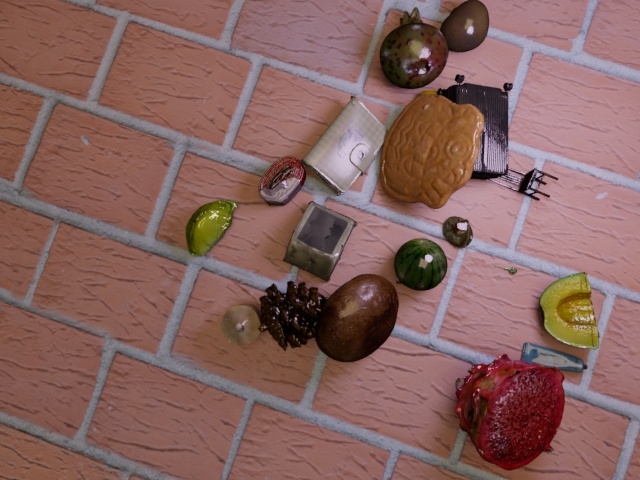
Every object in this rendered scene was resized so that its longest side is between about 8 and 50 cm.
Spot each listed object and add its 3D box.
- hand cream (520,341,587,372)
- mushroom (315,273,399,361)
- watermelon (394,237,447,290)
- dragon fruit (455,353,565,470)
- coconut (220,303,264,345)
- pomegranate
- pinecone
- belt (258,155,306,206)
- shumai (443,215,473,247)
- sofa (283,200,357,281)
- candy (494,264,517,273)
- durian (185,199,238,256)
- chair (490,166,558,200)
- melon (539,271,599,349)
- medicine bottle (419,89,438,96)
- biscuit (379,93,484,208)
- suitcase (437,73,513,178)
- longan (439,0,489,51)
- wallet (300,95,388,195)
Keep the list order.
[{"bbox_3d":[0.846,0.434,1.626,0.224,0.048,0.083,13,87,9],"label":"hand cream"},{"bbox_3d":[0.127,0.267,1.523,0.239,0.345,0.346,8,86,45],"label":"mushroom"},{"bbox_3d":[0.354,0.094,1.595,0.187,0.215,0.188,1,46,-1],"label":"watermelon"},{"bbox_3d":[0.618,0.547,1.514,0.386,0.249,0.371,-40,113,-12],"label":"dragon fruit"},{"bbox_3d":[-0.279,0.304,1.621,0.147,0.152,0.147,0,88,4],"label":"coconut"},{"bbox_3d":[0.320,-0.703,1.637,0.242,0.242,0.306,-24,66,1],"label":"pomegranate"},{"bbox_3d":[-0.100,0.253,1.584,0.243,0.257,0.244,18,122,32],"label":"pinecone"},{"bbox_3d":[-0.142,-0.220,1.664,0.128,0.124,0.201,41,88,6],"label":"belt"},{"bbox_3d":[0.514,-0.035,1.642,0.099,0.087,0.124,-41,87,-2],"label":"shumai"},{"bbox_3d":[0.000,0.000,1.667,0.210,0.176,0.226,23,59,4],"label":"sofa"},{"bbox_3d":[0.685,0.105,1.662,0.083,0.025,0.023,12,59,12],"label":"candy"},{"bbox_3d":[-0.421,-0.058,1.681,0.139,0.101,0.250,30,88,-31],"label":"durian"},{"bbox_3d":[0.733,-0.226,1.638,0.212,0.101,0.084,24,88,3],"label":"chair"},{"bbox_3d":[0.877,0.246,1.600,0.169,0.129,0.265,-9,89,24],"label":"melon"},{"bbox_3d":[0.404,-0.429,1.683,0.094,0.064,0.261,7,87,-3],"label":"medicine bottle"},{"bbox_3d":[0.367,-0.309,1.562,0.365,0.062,0.386,31,110,40],"label":"biscuit"},{"bbox_3d":[0.547,-0.391,1.605,0.229,0.152,0.335,3,86,-15],"label":"suitcase"},{"bbox_3d":[0.534,-0.785,1.652,0.189,0.189,0.189,0,86,2],"label":"longan"},{"bbox_3d":[0.100,-0.344,1.663,0.223,0.077,0.310,40,85,-13],"label":"wallet"}]
